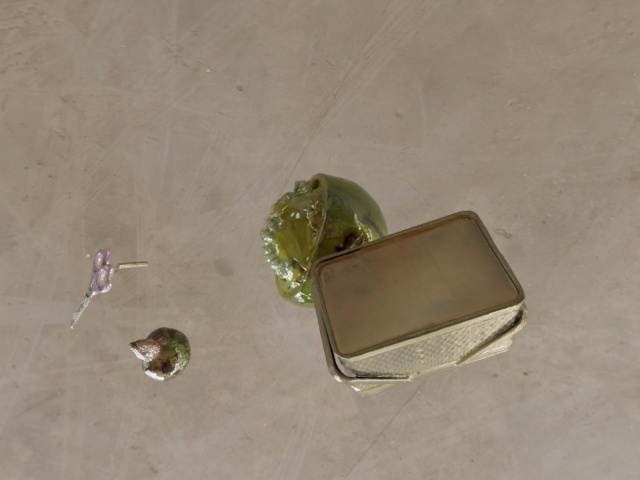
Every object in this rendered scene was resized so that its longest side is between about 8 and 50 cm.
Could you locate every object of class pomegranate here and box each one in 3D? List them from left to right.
[{"bbox_3d":[-0.415,0.287,1.206,0.163,0.138,0.126,19,148,-33],"label":"pomegranate"},{"bbox_3d":[0.000,0.000,0.938,0.261,0.341,0.260,-1,98,-11],"label":"pomegranate"}]

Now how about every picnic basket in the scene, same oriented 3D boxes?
[{"bbox_3d":[0.126,0.090,0.649,0.267,0.165,0.139,-19,142,0],"label":"picnic basket"}]

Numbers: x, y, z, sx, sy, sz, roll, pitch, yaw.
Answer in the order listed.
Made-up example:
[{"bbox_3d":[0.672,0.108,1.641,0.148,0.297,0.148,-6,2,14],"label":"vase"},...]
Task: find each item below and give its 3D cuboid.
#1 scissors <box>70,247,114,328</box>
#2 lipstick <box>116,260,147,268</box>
[{"bbox_3d":[-0.489,0.112,0.997,0.021,0.110,0.212,19,118,-45],"label":"scissors"},{"bbox_3d":[-0.597,0.077,1.499,0.019,0.094,0.018,4,95,43],"label":"lipstick"}]
